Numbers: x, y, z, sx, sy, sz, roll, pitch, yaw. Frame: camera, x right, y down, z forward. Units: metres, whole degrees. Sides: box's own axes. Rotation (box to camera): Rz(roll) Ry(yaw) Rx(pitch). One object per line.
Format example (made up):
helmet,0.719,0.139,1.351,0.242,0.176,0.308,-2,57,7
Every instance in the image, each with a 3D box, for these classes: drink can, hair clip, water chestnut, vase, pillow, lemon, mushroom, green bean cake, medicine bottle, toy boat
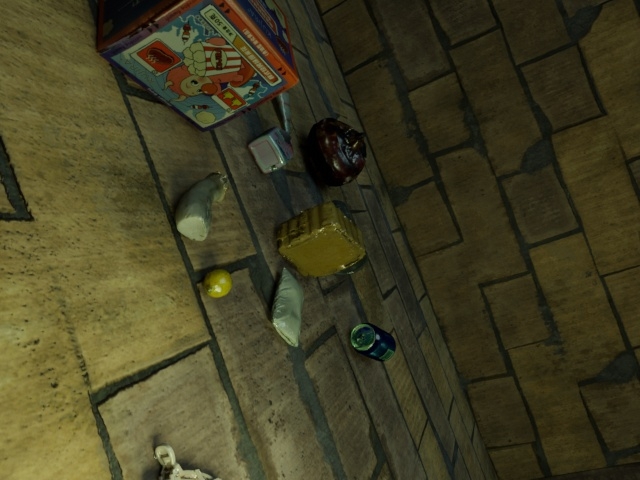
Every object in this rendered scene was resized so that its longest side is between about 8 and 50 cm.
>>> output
drink can,0.192,0.372,1.768,0.205,0.118,0.118,39,35,-54
hair clip,-0.214,0.416,0.841,0.226,0.034,0.072,49,27,-43
water chestnut,0.085,-0.378,2.020,0.300,0.300,0.300,51,27,-39
vase,0.085,-0.010,1.852,0.251,0.156,0.300,41,28,-45
pillow,-0.087,0.183,1.357,0.128,0.051,0.229,60,20,-29
lemon,-0.229,0.096,1.076,0.062,0.062,0.083,65,19,-10
mushroom,-0.274,-0.092,1.128,0.092,0.081,0.223,38,30,-22
green bean cake,0.000,0.000,1.512,0.230,0.224,0.131,43,33,-43
medicine bottle,-0.154,-0.308,1.606,0.119,0.094,0.188,60,22,-17
toy boat,-0.146,-0.552,1.905,0.206,0.096,0.282,-51,127,-83

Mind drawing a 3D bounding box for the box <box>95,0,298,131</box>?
box,-0.282,-0.489,1.153,0.349,0.319,0.256,36,40,-56
